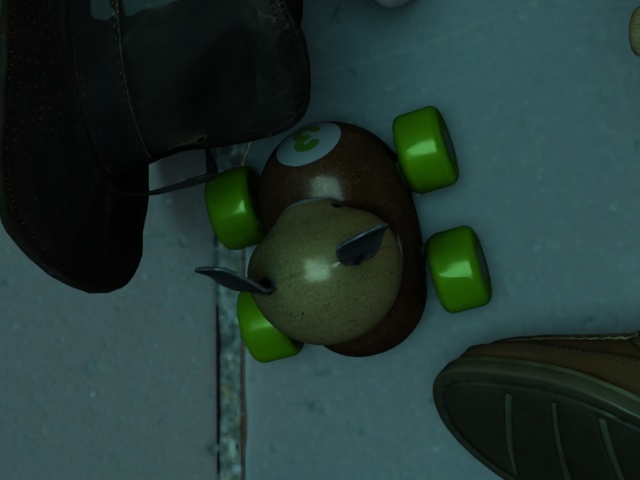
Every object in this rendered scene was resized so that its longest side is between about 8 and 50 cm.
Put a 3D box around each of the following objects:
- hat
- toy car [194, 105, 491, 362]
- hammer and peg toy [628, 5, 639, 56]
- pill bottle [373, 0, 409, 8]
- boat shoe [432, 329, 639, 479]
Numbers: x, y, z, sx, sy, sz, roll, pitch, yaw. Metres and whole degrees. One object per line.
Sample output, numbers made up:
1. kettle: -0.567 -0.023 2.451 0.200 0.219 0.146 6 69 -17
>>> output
1. hat: -0.070 -0.120 0.656 0.134 0.331 0.331 0 91 5
2. toy car: 0.000 0.000 0.701 0.155 0.188 0.149 -16 87 14
3. hammer and peg toy: 0.282 -0.168 0.545 0.266 0.361 0.127 4 113 15
4. pill bottle: -0.001 -0.234 0.737 0.187 0.112 0.112 37 99 11
5. boat shoe: 0.214 0.100 0.686 0.307 0.104 0.110 10 133 35
